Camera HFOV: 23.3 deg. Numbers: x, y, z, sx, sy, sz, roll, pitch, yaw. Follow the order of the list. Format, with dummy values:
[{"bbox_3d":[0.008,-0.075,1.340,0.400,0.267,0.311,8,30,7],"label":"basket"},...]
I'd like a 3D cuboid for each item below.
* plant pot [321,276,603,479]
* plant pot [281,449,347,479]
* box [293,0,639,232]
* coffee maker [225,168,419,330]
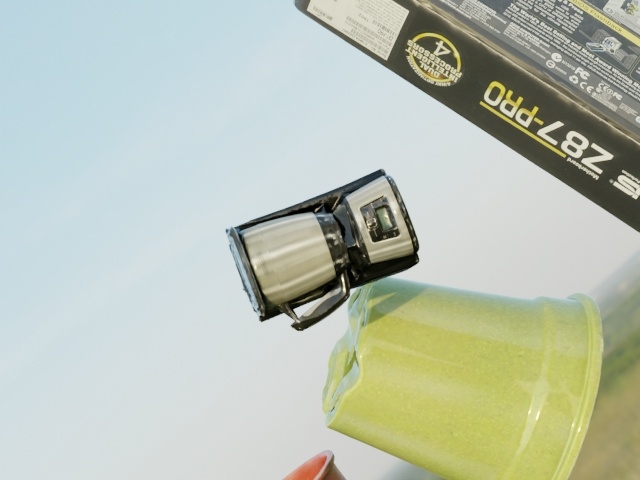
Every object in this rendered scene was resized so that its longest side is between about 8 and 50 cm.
[{"bbox_3d":[0.145,0.155,1.749,0.276,0.254,0.276,-163,90,-83],"label":"plant pot"},{"bbox_3d":[0.003,0.465,2.042,0.272,0.265,0.272,-42,2,2],"label":"plant pot"},{"bbox_3d":[0.221,-0.205,1.348,0.318,0.395,0.097,-52,-8,-39],"label":"box"},{"bbox_3d":[0.000,0.000,1.587,0.178,0.120,0.171,-20,19,-6],"label":"coffee maker"}]
